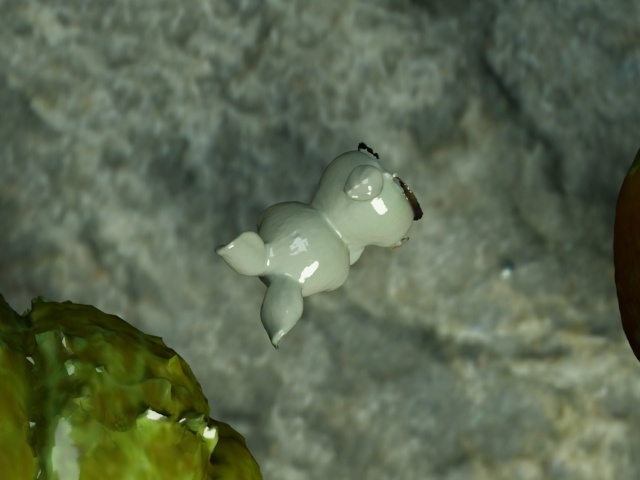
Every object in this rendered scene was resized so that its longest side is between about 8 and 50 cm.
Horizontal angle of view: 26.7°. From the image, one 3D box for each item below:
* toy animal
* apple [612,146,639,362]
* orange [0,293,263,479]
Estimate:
[{"bbox_3d":[-0.001,0.000,0.825,0.124,0.085,0.071,-37,94,-7],"label":"toy animal"},{"bbox_3d":[0.341,-0.047,0.699,0.383,0.374,0.374,6,71,-12],"label":"apple"},{"bbox_3d":[-0.172,0.171,0.676,0.301,0.223,0.300,-33,113,-5],"label":"orange"}]
